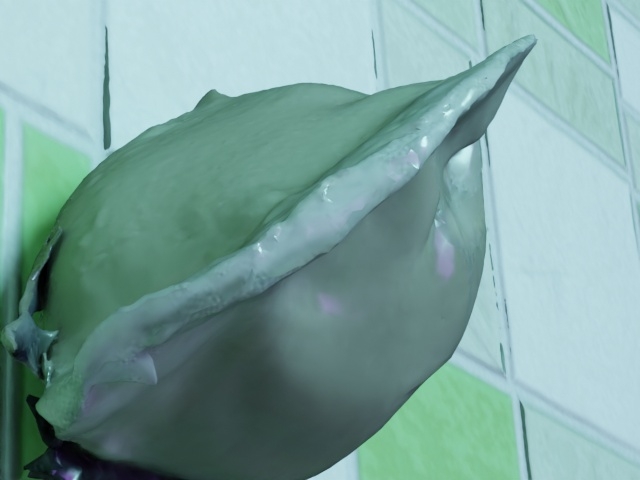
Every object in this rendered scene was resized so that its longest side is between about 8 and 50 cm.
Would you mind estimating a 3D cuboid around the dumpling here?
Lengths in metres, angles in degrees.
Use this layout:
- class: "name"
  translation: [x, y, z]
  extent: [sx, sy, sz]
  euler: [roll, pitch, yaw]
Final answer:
- class: "dumpling"
  translation: [-0.001, 0.017, 0.772]
  extent: [0.293, 0.204, 0.163]
  euler: [-35, 114, -68]
